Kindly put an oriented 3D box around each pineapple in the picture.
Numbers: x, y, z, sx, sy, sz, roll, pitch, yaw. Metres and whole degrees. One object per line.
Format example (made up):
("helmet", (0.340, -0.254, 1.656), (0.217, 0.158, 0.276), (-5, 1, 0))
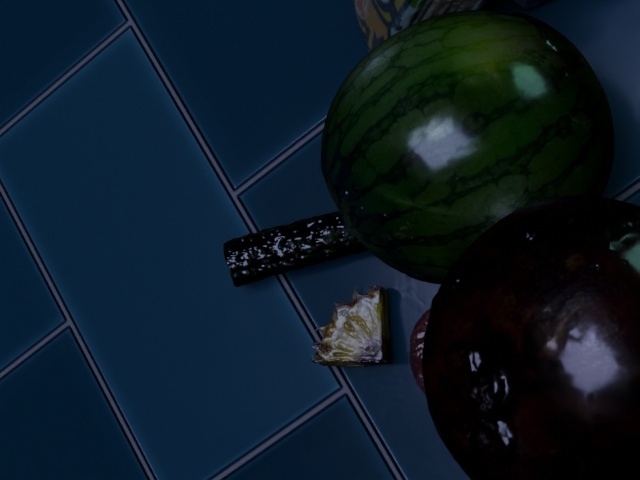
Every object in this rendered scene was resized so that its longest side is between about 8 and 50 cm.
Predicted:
("pineapple", (0.055, 0.128, 1.804), (0.116, 0.069, 0.137), (40, 99, 23))

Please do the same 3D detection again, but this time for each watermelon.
("watermelon", (0.177, -0.110, 1.631), (0.363, 0.363, 0.363), (-3, 83, 24))

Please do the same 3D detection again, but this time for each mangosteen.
("mangosteen", (0.322, 0.135, 1.409), (0.421, 0.381, 0.380), (1, 84, -7))

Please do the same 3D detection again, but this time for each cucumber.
("cucumber", (0.001, 0.000, 1.841), (0.300, 0.072, 0.072), (-14, 79, 20))

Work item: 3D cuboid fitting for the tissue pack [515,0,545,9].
("tissue pack", (0.336, -0.440, 1.695), (0.263, 0.146, 0.198), (-23, 74, 22))

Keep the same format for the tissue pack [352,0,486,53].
("tissue pack", (0.127, -0.382, 1.698), (0.128, 0.311, 0.228), (-10, 74, -17))

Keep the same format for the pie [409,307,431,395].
("pie", (0.185, 0.150, 1.761), (0.154, 0.036, 0.154), (-2, 85, 24))
